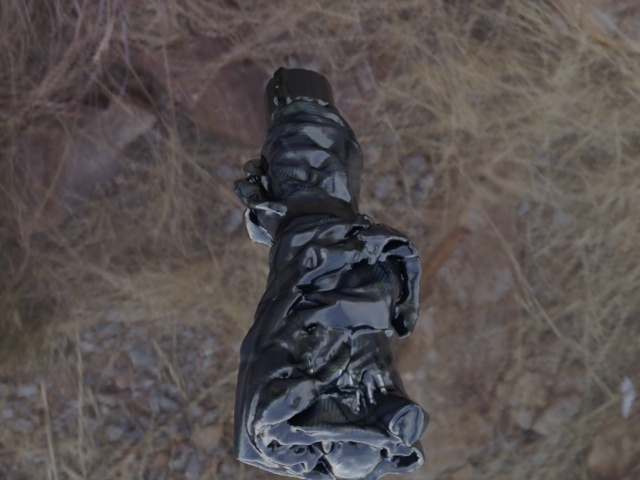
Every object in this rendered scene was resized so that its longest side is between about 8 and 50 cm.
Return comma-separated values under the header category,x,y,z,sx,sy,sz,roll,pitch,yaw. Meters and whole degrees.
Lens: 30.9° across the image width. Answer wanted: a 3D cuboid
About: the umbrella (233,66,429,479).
category,x,y,z,sx,sy,sz,roll,pitch,yaw
umbrella,0.002,-0.001,0.516,0.080,0.224,0.071,10,133,-17
